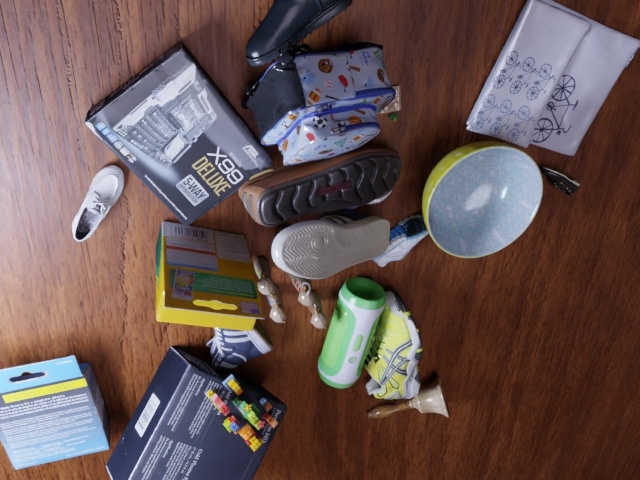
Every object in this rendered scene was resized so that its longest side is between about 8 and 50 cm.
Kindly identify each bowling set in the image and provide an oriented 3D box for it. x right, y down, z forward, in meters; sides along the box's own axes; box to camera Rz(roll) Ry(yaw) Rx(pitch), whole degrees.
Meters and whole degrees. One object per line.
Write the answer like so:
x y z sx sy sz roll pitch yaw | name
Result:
-0.105 0.130 1.484 0.199 0.154 0.287 -25 124 0 | bowling set

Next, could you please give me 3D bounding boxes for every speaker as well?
0.080 0.248 1.624 0.131 0.131 0.297 5 120 -18 | speaker

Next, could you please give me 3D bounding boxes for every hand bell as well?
0.261 0.505 1.870 0.241 0.126 0.126 -16 125 11 | hand bell

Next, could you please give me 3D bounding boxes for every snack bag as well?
0.546 -0.362 1.426 0.342 0.037 0.323 13 117 -22 | snack bag

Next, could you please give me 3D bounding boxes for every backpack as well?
0.014 -0.274 1.197 0.263 0.276 0.213 -25 96 -22 | backpack

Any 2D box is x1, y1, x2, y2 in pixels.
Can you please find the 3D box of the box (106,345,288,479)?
-0.313 0.502 1.567 0.312 0.179 0.343 33 80 -29 | box

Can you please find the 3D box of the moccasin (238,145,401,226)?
0.007 -0.133 1.346 0.379 0.147 0.139 -22 128 -18 | moccasin

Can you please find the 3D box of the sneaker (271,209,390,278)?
0.000 0.000 1.377 0.350 0.148 0.131 -5 107 -46 | sneaker

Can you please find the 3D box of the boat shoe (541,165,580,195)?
0.612 -0.152 1.567 0.133 0.049 0.042 22 105 -31 | boat shoe

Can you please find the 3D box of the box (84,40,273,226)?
-0.284 -0.212 1.268 0.242 0.076 0.307 -34 123 7 | box

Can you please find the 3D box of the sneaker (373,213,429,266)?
0.212 0.004 1.552 0.190 0.071 0.083 -29 131 14 | sneaker

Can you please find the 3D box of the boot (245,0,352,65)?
-0.083 -0.478 1.146 0.246 0.094 0.207 -33 124 5 | boot

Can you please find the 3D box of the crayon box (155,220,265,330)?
-0.247 0.087 1.316 0.203 0.323 0.083 10 118 -20 | crayon box

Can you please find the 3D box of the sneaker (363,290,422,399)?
0.191 0.310 1.686 0.147 0.145 0.385 -13 122 -8 | sneaker

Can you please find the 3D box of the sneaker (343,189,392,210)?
0.106 -0.116 1.451 0.135 0.052 0.058 -18 120 -4 | sneaker

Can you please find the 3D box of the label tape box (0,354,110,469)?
-0.684 0.401 1.524 0.240 0.106 0.334 -10 122 -10 | label tape box

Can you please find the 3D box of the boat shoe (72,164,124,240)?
-0.480 -0.076 1.307 0.066 0.063 0.184 34 108 -30 | boat shoe

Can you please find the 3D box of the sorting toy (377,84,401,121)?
0.152 -0.303 1.369 0.062 0.012 0.083 -14 121 -12 | sorting toy

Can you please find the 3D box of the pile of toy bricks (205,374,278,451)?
-0.172 0.423 1.474 0.118 0.105 0.212 -41 115 -20 | pile of toy bricks

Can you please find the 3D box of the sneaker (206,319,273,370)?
-0.247 0.223 1.537 0.153 0.099 0.282 -31 127 3 | sneaker

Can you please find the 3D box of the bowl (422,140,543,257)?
0.359 -0.119 1.454 0.289 0.156 0.290 -7 122 -12 | bowl
